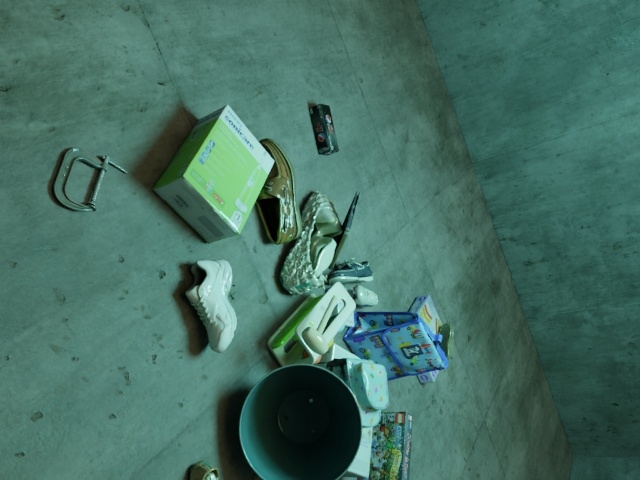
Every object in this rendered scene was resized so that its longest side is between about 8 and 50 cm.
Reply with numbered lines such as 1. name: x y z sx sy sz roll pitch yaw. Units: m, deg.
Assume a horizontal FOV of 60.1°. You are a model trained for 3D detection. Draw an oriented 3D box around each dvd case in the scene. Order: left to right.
1. dvd case: 0.078 -0.032 1.777 0.018 0.221 0.165 19 53 -1

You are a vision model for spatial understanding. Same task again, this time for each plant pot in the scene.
1. plant pot: -0.046 0.455 1.388 0.195 0.290 0.291 88 -5 -79

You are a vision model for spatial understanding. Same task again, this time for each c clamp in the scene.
1. c clamp: -0.486 -0.125 1.168 0.137 0.022 0.161 40 47 -39

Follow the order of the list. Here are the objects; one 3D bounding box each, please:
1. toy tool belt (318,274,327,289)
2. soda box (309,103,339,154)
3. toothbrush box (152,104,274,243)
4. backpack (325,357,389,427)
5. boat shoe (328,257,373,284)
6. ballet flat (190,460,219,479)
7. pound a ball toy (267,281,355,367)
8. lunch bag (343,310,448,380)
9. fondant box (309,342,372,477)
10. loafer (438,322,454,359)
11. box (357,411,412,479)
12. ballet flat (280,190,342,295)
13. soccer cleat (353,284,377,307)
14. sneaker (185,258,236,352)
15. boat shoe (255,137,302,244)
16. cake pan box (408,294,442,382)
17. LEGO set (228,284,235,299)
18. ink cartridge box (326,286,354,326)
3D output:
1. toy tool belt: -0.004 0.118 1.715 0.051 0.052 0.083 48 15 -20
2. soda box: 0.013 -0.384 1.921 0.060 0.053 0.169 -6 84 -55
3. toothbrush box: -0.260 -0.169 1.409 0.206 0.122 0.283 49 44 -32
4. backpack: 0.105 0.422 1.521 0.165 0.144 0.189 24 61 -52
5. boat shoe: 0.101 0.102 1.831 0.254 0.095 0.079 1 78 -55
6. ballet flat: -0.246 0.589 1.201 0.073 0.067 0.206 4 75 -54
7. pound a ball toy: 0.006 0.246 1.536 0.136 0.208 0.319 56 37 -8
8. lunch bag: 0.264 0.335 1.798 0.221 0.293 0.138 58 39 -23
9. fondant box: 0.054 0.500 1.623 0.238 0.096 0.331 38 50 -40
10. loafer: 0.501 0.403 2.199 0.050 0.056 0.148 29 66 -48
11. box: 0.199 0.653 1.712 0.044 0.159 0.233 39 49 -40
12. ballet flat: 0.000 0.000 1.699 0.147 0.146 0.409 49 42 -32
13. soccer cleat: 0.149 0.184 1.822 0.196 0.076 0.068 59 28 -73
14. sneaker: -0.272 0.154 1.322 0.115 0.090 0.232 12 59 -45
15. boat shoe: -0.134 -0.140 1.581 0.104 0.110 0.308 -24 98 -56
16. cake pan box: 0.415 0.390 2.184 0.245 0.070 0.267 -41 113 -50
17. LEGO set: -0.244 0.116 1.420 0.054 0.023 0.083 16 52 -53
18. ink cartridge box: 0.063 0.216 1.774 0.088 0.052 0.123 22 59 -48
